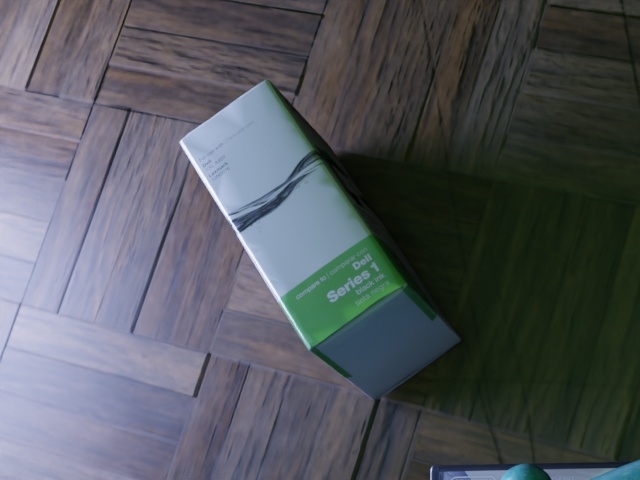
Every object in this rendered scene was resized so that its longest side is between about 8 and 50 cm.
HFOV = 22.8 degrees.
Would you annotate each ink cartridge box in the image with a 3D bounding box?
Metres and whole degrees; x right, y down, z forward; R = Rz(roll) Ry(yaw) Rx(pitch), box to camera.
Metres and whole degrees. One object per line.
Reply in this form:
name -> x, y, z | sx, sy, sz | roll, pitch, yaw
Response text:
ink cartridge box -> 0.000, 0.000, 1.257 | 0.093, 0.160, 0.219 | -36, 63, 6

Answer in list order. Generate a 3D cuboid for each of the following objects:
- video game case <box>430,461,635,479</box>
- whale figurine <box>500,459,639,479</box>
video game case -> 0.209, 0.284, 1.143 | 0.275, 0.035, 0.248 | -4, 71, 21
whale figurine -> 0.201, 0.218, 1.070 | 0.216, 0.141, 0.272 | 41, 90, 29
